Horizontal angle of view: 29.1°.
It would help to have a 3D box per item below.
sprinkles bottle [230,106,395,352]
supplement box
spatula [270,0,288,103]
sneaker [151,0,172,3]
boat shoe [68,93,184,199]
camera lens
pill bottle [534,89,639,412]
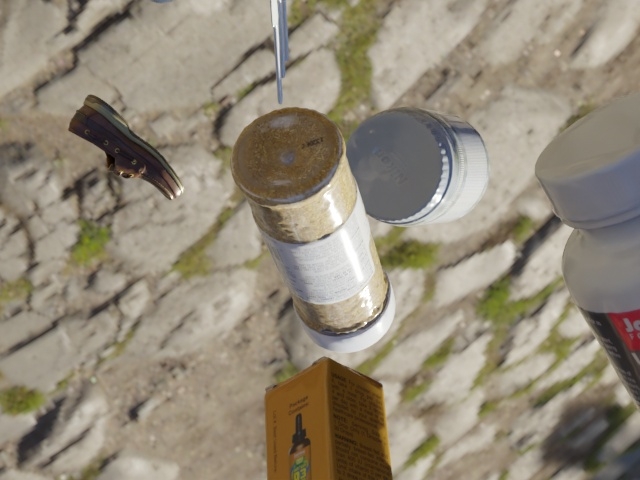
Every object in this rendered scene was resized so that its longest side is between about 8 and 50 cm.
[{"bbox_3d":[0.000,0.000,1.376,0.121,0.121,0.355,-35,149,-8],"label":"sprinkles bottle"},{"bbox_3d":[0.009,0.210,0.926,0.080,0.233,0.078,26,136,-38],"label":"supplement box"},{"bbox_3d":[-0.061,-0.355,1.974,0.019,0.168,0.242,0,133,4],"label":"spatula"},{"bbox_3d":[-0.075,-0.208,0.733,0.163,0.086,0.226,-12,173,15],"label":"sneaker"},{"bbox_3d":[-0.250,-0.109,1.585,0.178,0.064,0.060,45,78,-27],"label":"boat shoe"},{"bbox_3d":[0.183,-0.138,2.313,0.219,0.219,0.274,-50,163,18],"label":"camera lens"},{"bbox_3d":[0.299,0.044,0.962,0.176,0.176,0.318,-36,107,-7],"label":"pill bottle"}]
